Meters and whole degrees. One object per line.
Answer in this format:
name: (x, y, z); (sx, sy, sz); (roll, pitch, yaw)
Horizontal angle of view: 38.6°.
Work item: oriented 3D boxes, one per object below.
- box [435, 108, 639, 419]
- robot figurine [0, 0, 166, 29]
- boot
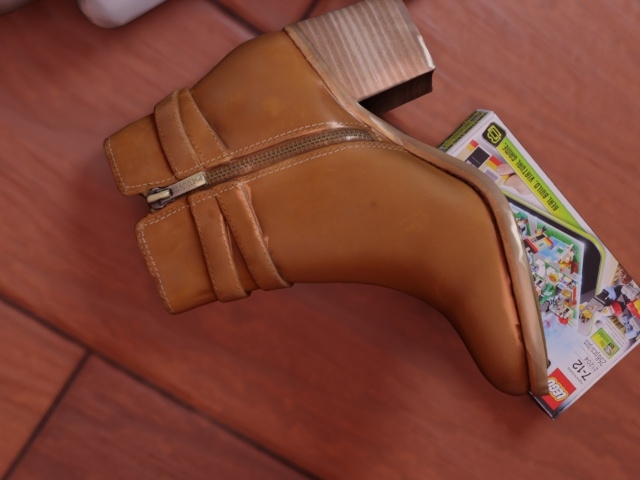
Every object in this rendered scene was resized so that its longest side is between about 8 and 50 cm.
box: (0.142, 0.019, 0.664); (0.114, 0.036, 0.207); (-43, 104, 1)
robot figurine: (-0.141, -0.259, 0.483); (0.353, 0.200, 0.300); (-32, 133, -3)
boot: (0.000, 0.000, 0.569); (0.220, 0.109, 0.283); (-25, 81, 3)
